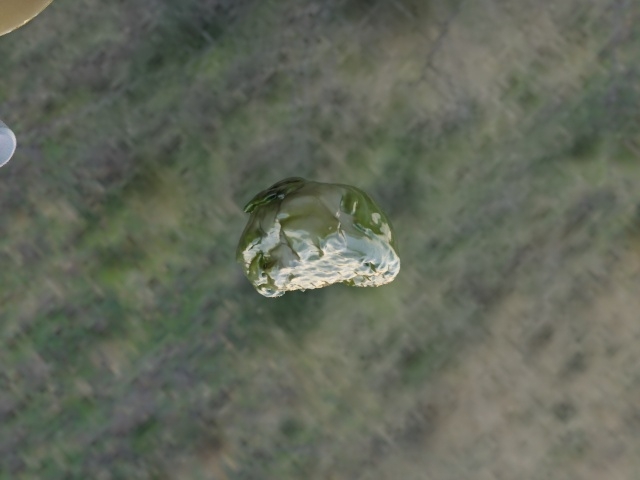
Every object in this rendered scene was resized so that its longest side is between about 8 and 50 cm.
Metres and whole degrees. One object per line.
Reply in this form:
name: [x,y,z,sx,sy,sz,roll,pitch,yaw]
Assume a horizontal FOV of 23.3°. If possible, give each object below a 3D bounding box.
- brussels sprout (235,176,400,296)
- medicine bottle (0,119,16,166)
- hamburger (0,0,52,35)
brussels sprout: [0.001,-0.003,1.293,0.181,0.139,0.100,91,10,-67]
medicine bottle: [-0.361,-0.115,1.624,0.052,0.089,0.052,-28,138,-28]
hamburger: [-0.382,-0.339,1.573,0.294,0.179,0.276,-24,137,-22]
